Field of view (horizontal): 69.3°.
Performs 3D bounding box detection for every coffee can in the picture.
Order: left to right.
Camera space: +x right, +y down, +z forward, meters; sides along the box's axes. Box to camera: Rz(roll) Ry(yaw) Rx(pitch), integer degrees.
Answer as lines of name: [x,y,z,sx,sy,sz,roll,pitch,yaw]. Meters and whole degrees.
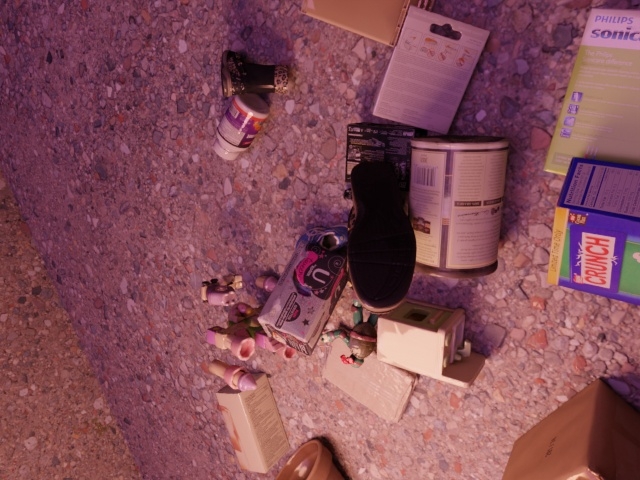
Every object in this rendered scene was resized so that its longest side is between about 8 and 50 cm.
coffee can: [0.290,-0.080,1.000,0.201,0.201,0.275,11,110,32]

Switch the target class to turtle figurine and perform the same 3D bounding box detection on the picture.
turtle figurine: [0.105,0.249,1.237,0.118,0.175,0.234,12,84,59]

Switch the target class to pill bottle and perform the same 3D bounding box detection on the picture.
pill bottle: [-0.237,-0.330,1.349,0.108,0.108,0.193,50,126,12]

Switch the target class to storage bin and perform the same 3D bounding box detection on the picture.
storage bin: [0.120,-0.583,1.011,0.262,0.123,0.260,32,120,24]

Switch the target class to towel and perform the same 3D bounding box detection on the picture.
towel: [0.138,0.389,1.354,0.282,0.049,0.187,29,118,26]

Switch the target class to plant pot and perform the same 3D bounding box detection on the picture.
plant pot: [-0.006,0.821,1.492,0.229,0.263,0.263,42,126,-5]

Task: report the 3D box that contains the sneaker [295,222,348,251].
sneaker: [0.000,0.000,1.304,0.211,0.081,0.080,-20,94,39]

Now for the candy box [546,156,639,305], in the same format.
candy box: [0.576,0.008,0.797,0.317,0.122,0.268,17,155,32]

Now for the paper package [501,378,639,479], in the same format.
paper package: [0.519,0.491,0.943,0.168,0.325,0.309,43,124,16]

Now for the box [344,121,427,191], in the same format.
box: [0.157,-0.207,1.130,0.180,0.077,0.147,13,112,32]

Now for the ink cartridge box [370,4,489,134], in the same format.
ink cartridge box: [0.227,-0.358,0.992,0.181,0.056,0.225,13,115,-10]

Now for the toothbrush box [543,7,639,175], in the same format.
toothbrush box: [0.549,-0.244,0.818,0.206,0.122,0.283,19,115,28]

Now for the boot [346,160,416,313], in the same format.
boot: [0.122,0.042,1.047,0.138,0.377,0.284,-4,142,0]

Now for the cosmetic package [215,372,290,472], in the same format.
cosmetic package: [-0.236,0.634,1.627,0.129,0.153,0.296,-12,96,36]

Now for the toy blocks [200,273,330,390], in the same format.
toy blocks: [-0.160,0.261,1.372,0.260,0.288,0.309,11,108,39]

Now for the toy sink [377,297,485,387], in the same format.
toy sink: [0.278,0.239,1.142,0.234,0.153,0.131,11,110,33]

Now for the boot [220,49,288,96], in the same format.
boot: [-0.181,-0.459,1.276,0.178,0.236,0.085,-3,129,-7]

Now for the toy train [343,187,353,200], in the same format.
toy train: [0.130,-0.113,1.213,0.158,0.027,0.036,15,102,31]

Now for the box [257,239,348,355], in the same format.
box: [-0.037,0.153,1.240,0.142,0.247,0.163,21,156,15]
